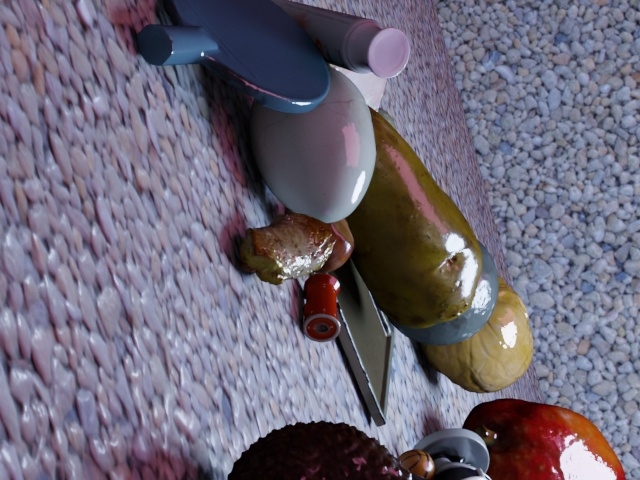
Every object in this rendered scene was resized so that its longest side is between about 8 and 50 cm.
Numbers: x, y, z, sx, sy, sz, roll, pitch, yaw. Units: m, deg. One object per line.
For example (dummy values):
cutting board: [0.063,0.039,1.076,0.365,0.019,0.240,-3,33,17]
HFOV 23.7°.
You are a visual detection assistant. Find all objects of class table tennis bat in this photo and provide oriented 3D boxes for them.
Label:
table tennis bat: [-0.099,-0.220,1.679,0.215,0.044,0.329,49,25,10]

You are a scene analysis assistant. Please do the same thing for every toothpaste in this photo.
toothpaste: [-0.006,-0.255,1.867,0.100,0.066,0.323,48,-12,-33]

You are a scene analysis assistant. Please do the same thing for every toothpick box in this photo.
toothpick box: [0.001,0.081,1.872,0.083,0.047,0.047,-90,159,-51]

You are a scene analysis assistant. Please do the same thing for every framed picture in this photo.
framed picture: [0.034,0.054,2.085,0.247,0.022,0.335,-78,149,-63]

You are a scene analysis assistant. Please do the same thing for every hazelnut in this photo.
hazelnut: [0.000,0.000,1.892,0.086,0.086,0.086,-16,90,-76]

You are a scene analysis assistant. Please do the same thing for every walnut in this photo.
walnut: [0.257,0.152,2.516,0.222,0.195,0.195,49,28,-52]

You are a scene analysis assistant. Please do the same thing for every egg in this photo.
egg: [-0.007,-0.118,1.839,0.151,0.151,0.209,47,24,-62]

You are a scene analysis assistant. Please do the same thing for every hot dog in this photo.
hot dog: [-0.047,0.014,1.724,0.078,0.061,0.169,45,28,18]

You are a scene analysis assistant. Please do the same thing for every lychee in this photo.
lychee: [-0.005,0.254,1.387,0.194,0.194,0.194,-16,90,-76]

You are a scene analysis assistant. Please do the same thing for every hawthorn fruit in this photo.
hawthorn fruit: [0.315,0.366,2.381,0.307,0.265,0.265,36,37,-44]

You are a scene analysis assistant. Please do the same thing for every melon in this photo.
melon: [0.007,-0.248,2.031,0.202,0.093,0.139,39,-8,16]

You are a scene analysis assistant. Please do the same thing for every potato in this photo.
potato: [0.094,-0.040,2.035,0.369,0.176,0.195,59,18,-31]

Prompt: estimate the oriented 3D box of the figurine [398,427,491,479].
figurine: [0.190,0.370,2.075,0.176,0.133,0.236,21,28,-25]

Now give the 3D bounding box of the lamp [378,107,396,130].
lamp: [0.066,-0.125,2.320,0.091,0.091,0.163,54,40,-55]

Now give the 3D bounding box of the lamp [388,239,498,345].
lamp: [0.176,0.031,2.358,0.314,0.182,0.182,-92,161,-56]
